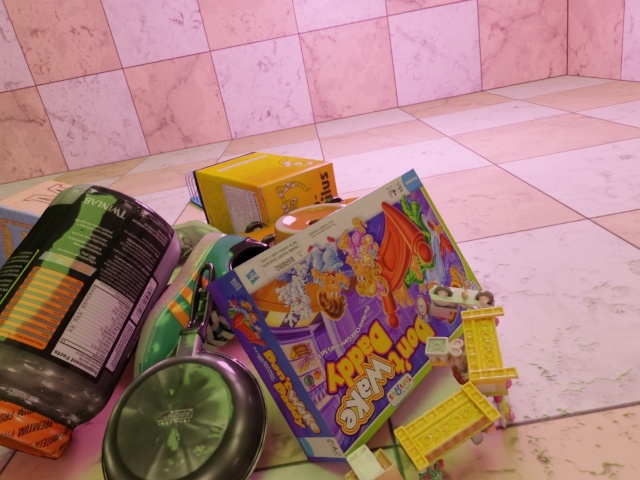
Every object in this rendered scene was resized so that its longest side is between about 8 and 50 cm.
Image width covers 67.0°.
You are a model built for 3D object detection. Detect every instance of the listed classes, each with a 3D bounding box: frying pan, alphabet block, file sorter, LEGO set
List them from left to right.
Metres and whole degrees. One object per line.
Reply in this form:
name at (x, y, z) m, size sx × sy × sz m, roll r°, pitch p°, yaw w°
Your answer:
alphabet block at (-0.671, -0.023, 1.226) m, size 0.194 × 0.192 × 0.197 m, roll 15°, pitch 28°, yaw 7°
frying pan at (-0.138, 0.162, 0.587) m, size 0.198 × 0.053 × 0.326 m, roll 11°, pitch 56°, yaw 18°
file sorter at (-0.378, -0.183, 1.646) m, size 0.118 × 0.104 × 0.170 m, roll -21°, pitch 24°, yaw -25°
LEGO set at (0.145, 0.181, 0.526) m, size 0.132 × 0.107 × 0.287 m, roll 6°, pitch 45°, yaw 35°

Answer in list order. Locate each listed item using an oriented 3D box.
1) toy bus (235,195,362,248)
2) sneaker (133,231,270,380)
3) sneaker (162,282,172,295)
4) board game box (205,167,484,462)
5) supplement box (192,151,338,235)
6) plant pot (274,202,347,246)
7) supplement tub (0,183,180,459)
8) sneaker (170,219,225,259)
toy bus at (0.000, 0.000, 0.979) m, size 0.333 × 0.130 × 0.108 m, roll -20°, pitch 24°, yaw -20°
sneaker at (-0.165, 0.108, 0.725) m, size 0.121 × 0.108 × 0.302 m, roll 2°, pitch 52°, yaw 23°
sneaker at (-0.283, 0.117, 0.876) m, size 0.287 × 0.108 × 0.130 m, roll -12°, pitch 15°, yaw -6°
board game box at (0.061, 0.071, 0.629) m, size 0.347 × 0.233 × 0.078 m, roll -32°, pitch 2°, yaw -41°
supplement box at (-0.134, -0.091, 1.182) m, size 0.195 × 0.194 × 0.357 m, roll -25°, pitch 26°, yaw -30°
plant pot at (0.007, 0.048, 0.780) m, size 0.205 × 0.187 × 0.205 m, roll -10°, pitch 22°, yaw 4°
supplement tub at (-0.353, 0.104, 0.674) m, size 0.207 × 0.207 × 0.337 m, roll -1°, pitch 51°, yaw 24°
sneaker at (-0.346, 0.023, 1.183) m, size 0.282 × 0.105 × 0.115 m, roll 1°, pitch 59°, yaw 19°
